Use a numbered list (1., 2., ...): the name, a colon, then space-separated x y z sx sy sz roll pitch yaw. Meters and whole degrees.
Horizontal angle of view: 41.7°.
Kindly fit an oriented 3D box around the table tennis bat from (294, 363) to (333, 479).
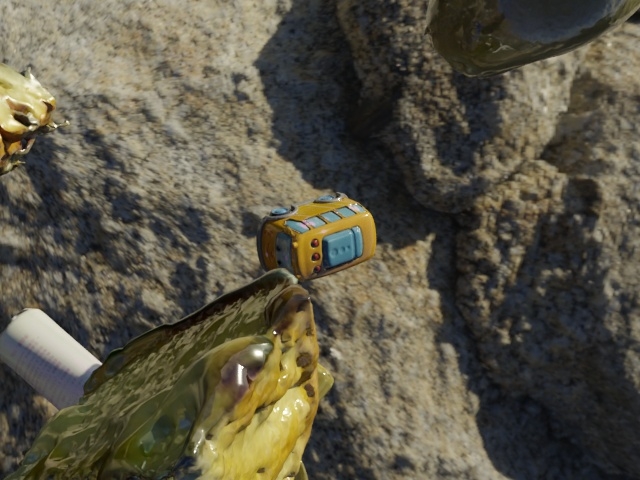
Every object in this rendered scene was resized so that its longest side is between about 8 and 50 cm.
1. table tennis bat: -0.088 0.315 1.213 0.198 0.050 0.321 34 83 13

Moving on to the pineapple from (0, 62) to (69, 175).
1. pineapple: -0.428 -0.056 0.677 0.344 0.209 0.286 28 127 -20

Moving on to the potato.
1. potato: 0.195 -0.232 0.728 0.235 0.178 0.160 -37 78 1

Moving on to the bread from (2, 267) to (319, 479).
1. bread: -0.076 0.133 0.523 0.133 0.252 0.174 51 42 -12

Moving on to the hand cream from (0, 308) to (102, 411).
1. hand cream: -0.478 0.280 1.653 0.359 0.118 0.185 39 119 9

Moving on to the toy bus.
1. toy bus: 0.000 0.000 1.521 0.209 0.136 0.126 -18 115 -31
